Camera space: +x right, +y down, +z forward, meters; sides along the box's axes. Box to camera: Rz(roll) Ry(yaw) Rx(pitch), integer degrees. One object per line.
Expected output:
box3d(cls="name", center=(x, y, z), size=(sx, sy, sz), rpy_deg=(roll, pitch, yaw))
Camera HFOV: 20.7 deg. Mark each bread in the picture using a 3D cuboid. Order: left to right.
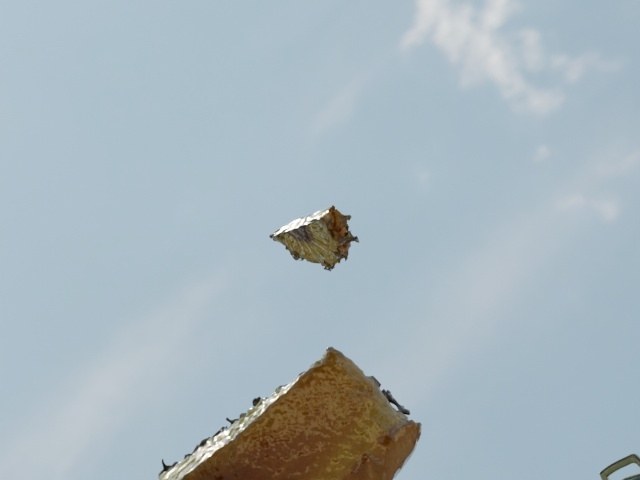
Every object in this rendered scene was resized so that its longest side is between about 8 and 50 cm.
box3d(cls="bread", center=(-0.049, 0.210, 1.446), size=(0.260, 0.129, 0.134), rpy_deg=(-38, 5, 21))

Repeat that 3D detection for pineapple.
box3d(cls="pineapple", center=(0.000, 0.000, 1.213), size=(0.019, 0.045, 0.083), rpy_deg=(-52, 13, -28))

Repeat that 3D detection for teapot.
box3d(cls="teapot", center=(0.338, 0.264, 1.848), size=(0.057, 0.088, 0.066), rpy_deg=(-46, -16, 8))
